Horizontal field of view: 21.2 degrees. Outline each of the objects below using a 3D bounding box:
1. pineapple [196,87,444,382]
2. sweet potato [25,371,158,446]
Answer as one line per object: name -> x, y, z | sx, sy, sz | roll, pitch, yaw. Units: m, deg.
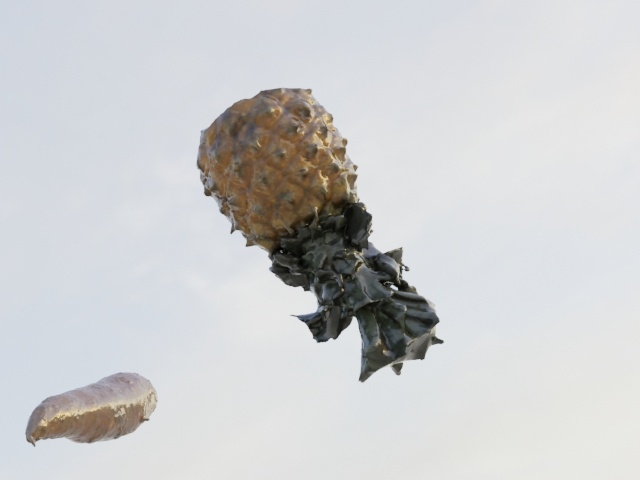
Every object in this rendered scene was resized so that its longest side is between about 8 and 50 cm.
pineapple -> 0.001, -0.001, 1.378 | 0.128, 0.248, 0.128 | -30, -13, -8
sweet potato -> -0.223, 0.178, 1.775 | 0.072, 0.066, 0.314 | 15, 7, 13
